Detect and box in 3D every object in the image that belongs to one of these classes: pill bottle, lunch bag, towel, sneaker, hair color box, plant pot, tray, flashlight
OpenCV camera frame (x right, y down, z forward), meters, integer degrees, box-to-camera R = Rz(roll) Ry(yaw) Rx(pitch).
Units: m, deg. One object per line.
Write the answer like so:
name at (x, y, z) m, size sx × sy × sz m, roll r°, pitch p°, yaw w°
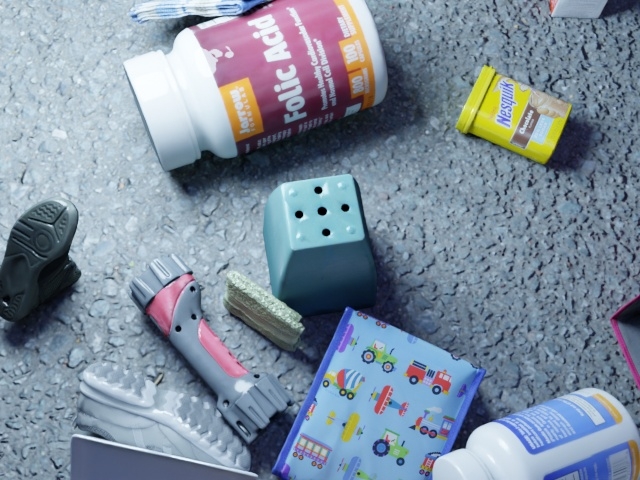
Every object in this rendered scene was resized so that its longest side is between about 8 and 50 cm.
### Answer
pill bottle at (0.300, 0.315, 1.150) m, size 0.272 × 0.152 × 0.152 m, roll -13°, pitch 69°, yaw -21°
lunch bag at (0.077, 0.280, 1.208) m, size 0.221 × 0.138 × 0.293 m, roll 25°, pitch 79°, yaw 5°
towel at (-0.090, 0.112, 1.268) m, size 0.148 × 0.110 × 0.027 m, roll 36°, pitch 60°, yaw 11°
sneaker at (-0.235, 0.287, 1.219) m, size 0.281 × 0.105 × 0.115 m, roll 27°, pitch 104°, yaw 4°
hair color box at (0.486, -0.477, 1.489) m, size 0.093 × 0.167 × 0.053 m, roll 2°, pitch 68°, yaw -1°
plant pot at (0.000, 0.000, 1.248) m, size 0.165 × 0.234 × 0.165 m, roll -8°, pitch 68°, yaw -5°
tray at (-0.224, 0.352, 1.174) m, size 0.270 × 0.145 × 0.030 m, roll 12°, pitch 29°, yaw 3°
towel at (-0.167, -0.419, 1.405) m, size 0.285 × 0.034 × 0.209 m, roll 7°, pitch 32°, yaw 38°
sneaker at (-0.416, 0.015, 1.262) m, size 0.087 × 0.227 × 0.130 m, roll 34°, pitch 27°, yaw 6°
flashlight at (-0.165, 0.158, 1.258) m, size 0.304 × 0.103 × 0.103 m, roll 45°, pitch 116°, yaw 11°
pill bottle at (-0.108, -0.269, 1.357) m, size 0.392 × 0.224 × 0.224 m, roll -22°, pitch 71°, yaw -10°

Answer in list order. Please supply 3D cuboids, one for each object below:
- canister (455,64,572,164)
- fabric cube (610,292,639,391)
canister at (0.339, -0.219, 1.433) m, size 0.170 × 0.073 × 0.126 m, roll 25°, pitch 70°, yaw 6°
fabric cube at (0.629, 0.160, 1.192) m, size 0.258 × 0.259 × 0.254 m, roll -13°, pitch 68°, yaw -7°
